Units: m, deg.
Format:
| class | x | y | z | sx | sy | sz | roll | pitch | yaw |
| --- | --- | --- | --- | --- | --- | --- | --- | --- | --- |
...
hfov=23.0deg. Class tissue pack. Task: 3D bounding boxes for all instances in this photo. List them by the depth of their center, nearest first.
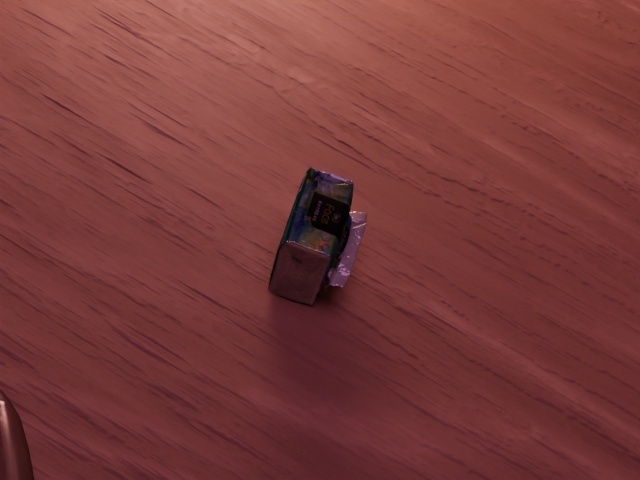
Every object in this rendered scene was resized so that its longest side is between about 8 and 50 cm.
| class | x | y | z | sx | sy | sz | roll | pitch | yaw |
| --- | --- | --- | --- | --- | --- | --- | --- | --- | --- |
| tissue pack | 0.001 | 0.000 | 1.617 | 0.079 | 0.085 | 0.111 | 19 | 47 | -1 |

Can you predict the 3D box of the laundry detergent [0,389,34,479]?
| class | x | y | z | sx | sy | sz | roll | pitch | yaw |
| --- | --- | --- | --- | --- | --- | --- | --- | --- | --- |
| laundry detergent | -0.332 | 0.205 | 1.342 | 0.171 | 0.076 | 0.237 | -18 | 43 | -5 |
